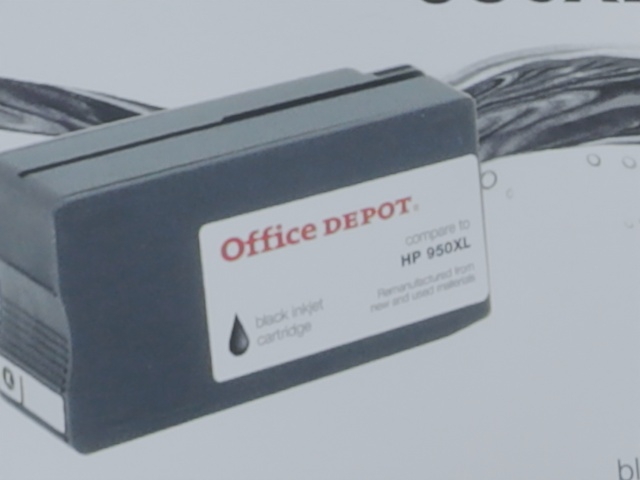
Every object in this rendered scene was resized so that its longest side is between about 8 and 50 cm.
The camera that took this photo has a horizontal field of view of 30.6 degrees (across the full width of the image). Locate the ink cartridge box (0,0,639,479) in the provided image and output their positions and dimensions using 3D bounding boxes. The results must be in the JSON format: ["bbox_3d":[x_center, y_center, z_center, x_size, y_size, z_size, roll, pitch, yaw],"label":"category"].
[{"bbox_3d":[0.000,0.000,0.460,0.285,0.166,0.395,-3,-97,-10],"label":"ink cartridge box"}]
